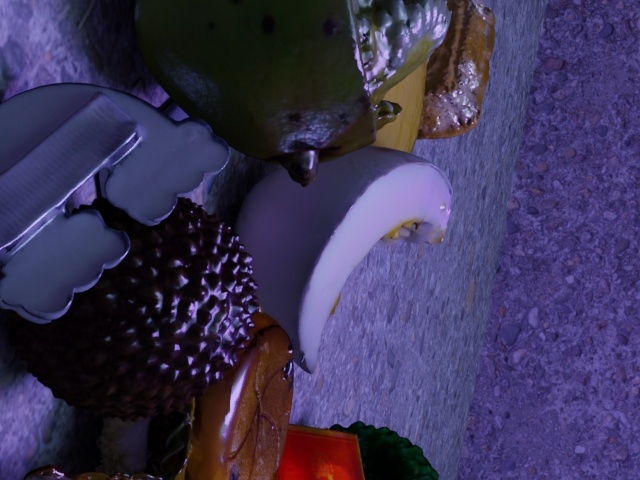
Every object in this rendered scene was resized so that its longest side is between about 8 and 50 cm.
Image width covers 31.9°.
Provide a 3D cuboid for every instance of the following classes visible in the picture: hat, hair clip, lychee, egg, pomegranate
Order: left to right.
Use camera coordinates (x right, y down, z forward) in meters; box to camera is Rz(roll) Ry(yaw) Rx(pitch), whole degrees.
[{"bbox_3d":[-0.177,-0.036,0.735,0.220,0.140,0.054,-46,168,-28],"label":"hair clip"},{"bbox_3d":[-0.130,0.046,0.826,0.188,0.188,0.188,10,90,-73],"label":"lychee"},{"bbox_3d":[-0.037,-0.218,0.920,0.260,0.260,0.341,28,43,-72],"label":"pomegranate"},{"bbox_3d":[-0.001,-0.014,1.217,0.271,0.161,0.206,-50,148,-19],"label":"egg"},{"bbox_3d":[0.044,0.436,1.534,0.274,0.242,0.332,-79,-176,-50],"label":"hat"}]

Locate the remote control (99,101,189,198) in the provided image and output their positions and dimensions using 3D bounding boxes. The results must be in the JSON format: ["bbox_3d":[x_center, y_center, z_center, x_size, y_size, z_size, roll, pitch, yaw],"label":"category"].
[{"bbox_3d":[-0.140,-0.081,0.990,0.184,0.027,0.050,-57,152,-54],"label":"remote control"}]

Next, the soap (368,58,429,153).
[{"bbox_3d":[0.060,-0.284,1.353,0.306,0.115,0.427,50,41,-64],"label":"soap"}]

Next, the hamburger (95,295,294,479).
[{"bbox_3d":[-0.112,0.151,1.016,0.243,0.138,0.262,77,29,-52],"label":"hamburger"}]

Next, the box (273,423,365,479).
[{"bbox_3d":[-0.017,0.369,1.254,0.197,0.089,0.313,20,54,-53],"label":"box"}]

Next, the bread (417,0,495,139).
[{"bbox_3d":[0.158,-0.258,1.604,0.121,0.174,0.246,69,27,-51],"label":"bread"}]

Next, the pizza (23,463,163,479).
[{"bbox_3d":[-0.144,0.236,0.869,0.147,0.226,0.069,-50,-143,34],"label":"pizza"}]
